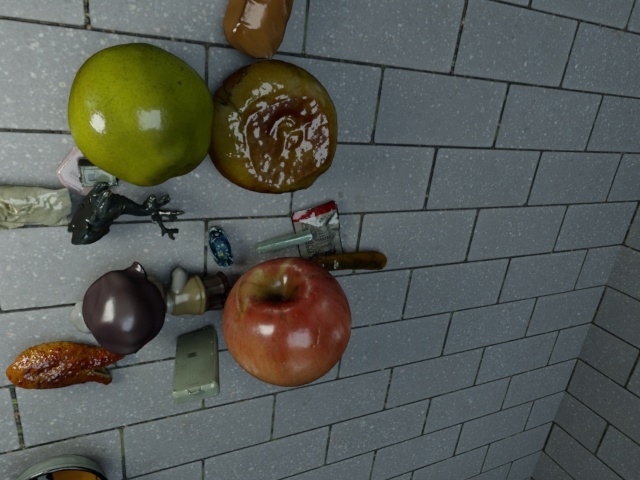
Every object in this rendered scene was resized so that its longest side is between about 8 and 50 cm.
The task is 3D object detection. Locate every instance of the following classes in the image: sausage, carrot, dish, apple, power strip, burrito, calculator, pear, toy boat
[{"bbox_3d":[-0.136,-0.544,1.000,0.136,0.120,0.241,2,111,-43],"label":"sausage"},{"bbox_3d":[0.083,0.069,1.405,0.314,0.066,0.066,-1,113,-32],"label":"carrot"},{"bbox_3d":[-0.759,0.716,1.256,0.303,0.120,0.303,-11,116,-22],"label":"dish"},{"bbox_3d":[-0.090,0.235,1.229,0.364,0.364,0.363,-11,116,-22],"label":"apple"},{"bbox_3d":[-0.344,0.339,1.214,0.118,0.270,0.046,-12,118,-9],"label":"power strip"},{"bbox_3d":[-0.751,-0.070,0.928,0.392,0.076,0.117,-2,125,-28],"label":"burrito"},{"bbox_3d":[-0.527,-0.185,1.018,0.100,0.032,0.175,39,91,-34],"label":"calculator"},{"bbox_3d":[-0.371,-0.265,0.920,0.294,0.294,0.294,-11,116,-22],"label":"pear"},{"bbox_3d":[-0.278,0.018,1.218,0.060,0.061,0.137,-20,119,-17],"label":"toy boat"}]

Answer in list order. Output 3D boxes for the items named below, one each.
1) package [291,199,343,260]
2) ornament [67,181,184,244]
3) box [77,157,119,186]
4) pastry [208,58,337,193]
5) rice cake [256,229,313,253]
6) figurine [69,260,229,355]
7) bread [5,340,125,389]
[{"bbox_3d":[0.000,0.000,1.367,0.154,0.030,0.239,-21,123,-18],"label":"package"},{"bbox_3d":[-0.456,-0.044,1.066,0.202,0.080,0.236,-42,151,28],"label":"ornament"},{"bbox_3d":[-0.500,-0.153,0.988,0.085,0.063,0.060,-6,114,-27],"label":"box"},{"bbox_3d":[-0.120,-0.275,1.107,0.356,0.164,0.355,-8,113,-21],"label":"pastry"},{"bbox_3d":[-0.106,0.003,1.300,0.171,0.033,0.029,-15,125,-8],"label":"rice cake"},{"bbox_3d":[-0.437,0.150,1.160,0.365,0.206,0.218,-22,147,-45],"label":"figurine"},{"bbox_3d":[-0.661,0.334,1.151,0.269,0.095,0.139,17,111,-36],"label":"bread"}]
